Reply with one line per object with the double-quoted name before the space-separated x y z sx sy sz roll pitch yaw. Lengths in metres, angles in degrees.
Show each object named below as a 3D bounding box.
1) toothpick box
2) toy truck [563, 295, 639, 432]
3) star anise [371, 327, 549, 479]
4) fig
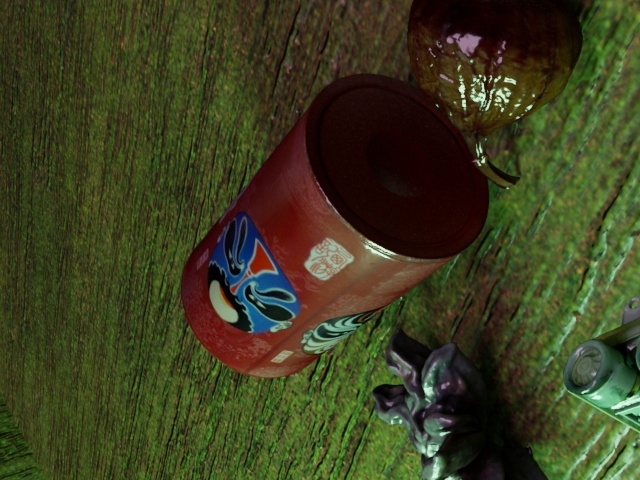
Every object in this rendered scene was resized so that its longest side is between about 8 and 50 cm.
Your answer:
"toothpick box" 0.000 0.000 0.938 0.204 0.204 0.333 62 142 13
"toy truck" 0.306 0.054 0.627 0.128 0.135 0.259 30 146 -18
"star anise" 0.139 0.222 0.932 0.212 0.129 0.282 130 120 -68
"fig" 0.139 -0.132 0.774 0.146 0.134 0.201 52 149 39
